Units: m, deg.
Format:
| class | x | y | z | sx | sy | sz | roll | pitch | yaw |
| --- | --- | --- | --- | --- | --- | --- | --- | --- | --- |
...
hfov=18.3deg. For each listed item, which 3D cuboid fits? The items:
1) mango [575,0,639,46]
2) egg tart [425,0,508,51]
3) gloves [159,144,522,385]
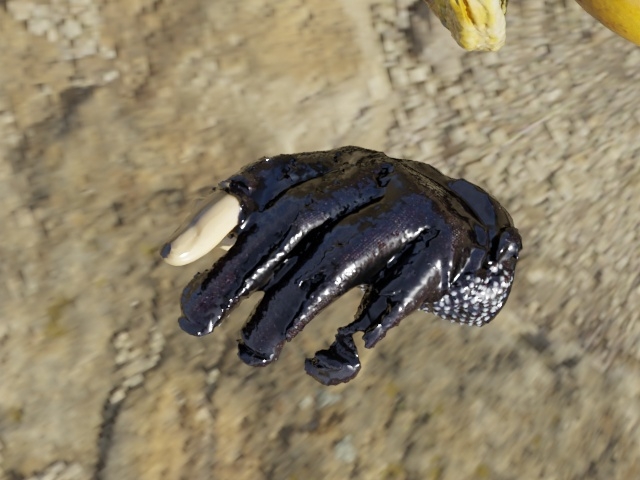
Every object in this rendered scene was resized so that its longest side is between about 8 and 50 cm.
| class | x | y | z | sx | sy | sz | roll | pitch | yaw |
| --- | --- | --- | --- | --- | --- | --- | --- | --- | --- |
| mango | 0.232 | -0.179 | 1.310 | 0.112 | 0.219 | 0.144 | -37 | 43 | 22 |
| egg tart | 0.086 | -0.281 | 1.509 | 0.116 | 0.295 | 0.294 | -33 | 88 | -2 |
| gloves | 0.002 | -0.001 | 1.031 | 0.106 | 0.181 | 0.129 | -55 | 48 | 30 |
